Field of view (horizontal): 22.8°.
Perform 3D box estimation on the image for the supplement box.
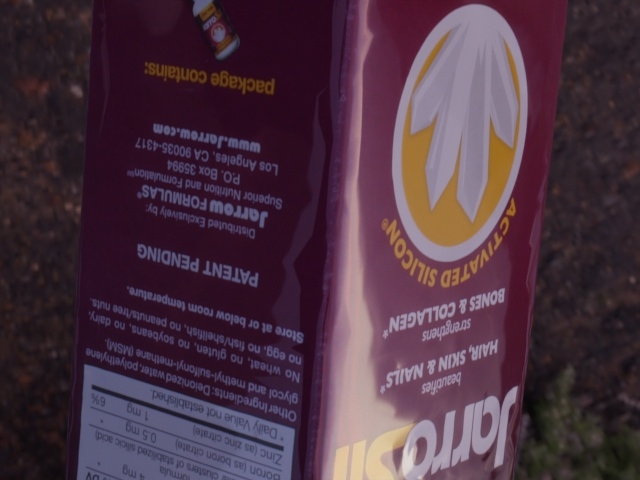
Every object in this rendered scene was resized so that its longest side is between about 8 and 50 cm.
[{"bbox_3d":[0.000,0.000,0.409,0.104,0.080,0.188,-10,108,-53],"label":"supplement box"}]
